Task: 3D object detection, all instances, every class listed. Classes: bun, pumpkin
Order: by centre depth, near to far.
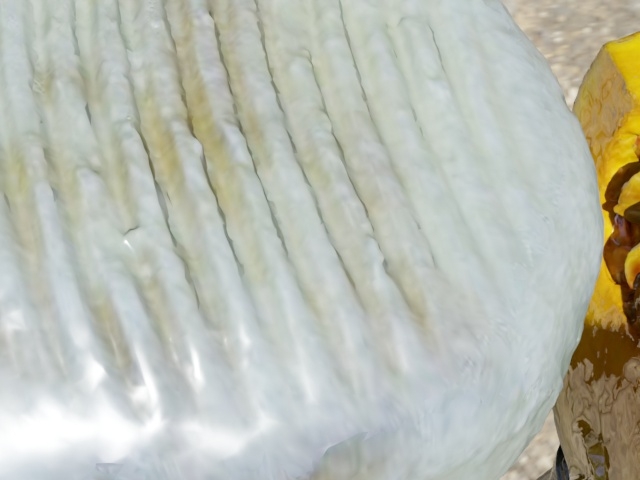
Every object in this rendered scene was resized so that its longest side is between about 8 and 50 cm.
[{"bbox_3d":[-0.073,-0.003,0.754,0.362,0.362,0.211,40,151,16],"label":"bun"},{"bbox_3d":[0.258,0.034,1.063,0.225,0.303,0.256,2,142,-9],"label":"pumpkin"}]

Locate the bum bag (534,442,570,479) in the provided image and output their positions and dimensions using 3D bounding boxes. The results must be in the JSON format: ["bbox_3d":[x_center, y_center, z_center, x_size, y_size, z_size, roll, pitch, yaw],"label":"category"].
[{"bbox_3d":[0.168,0.189,1.245,0.248,0.060,0.123,118,147,-46],"label":"bum bag"}]
